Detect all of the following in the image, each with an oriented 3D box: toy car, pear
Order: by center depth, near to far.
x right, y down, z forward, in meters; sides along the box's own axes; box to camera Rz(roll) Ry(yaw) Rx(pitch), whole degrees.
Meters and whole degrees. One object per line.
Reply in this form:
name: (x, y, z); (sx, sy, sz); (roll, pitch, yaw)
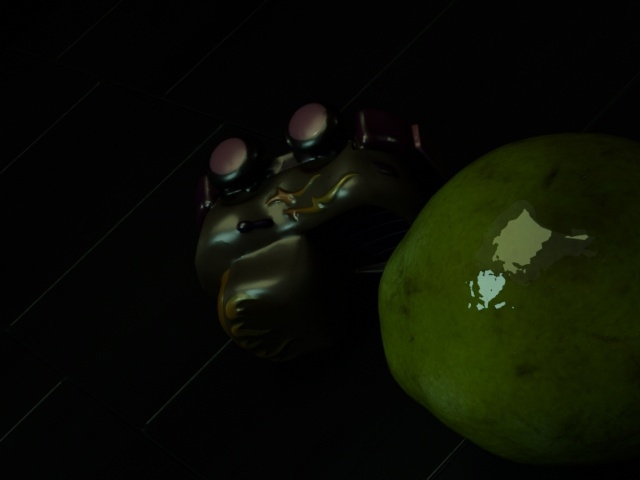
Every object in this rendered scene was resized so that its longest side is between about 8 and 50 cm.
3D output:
pear: (0.255, 0.052, 1.664); (0.413, 0.352, 0.352); (-6, 41, 26)
toy car: (0.000, 0.000, 2.078); (0.340, 0.271, 0.240); (-23, 51, 20)
